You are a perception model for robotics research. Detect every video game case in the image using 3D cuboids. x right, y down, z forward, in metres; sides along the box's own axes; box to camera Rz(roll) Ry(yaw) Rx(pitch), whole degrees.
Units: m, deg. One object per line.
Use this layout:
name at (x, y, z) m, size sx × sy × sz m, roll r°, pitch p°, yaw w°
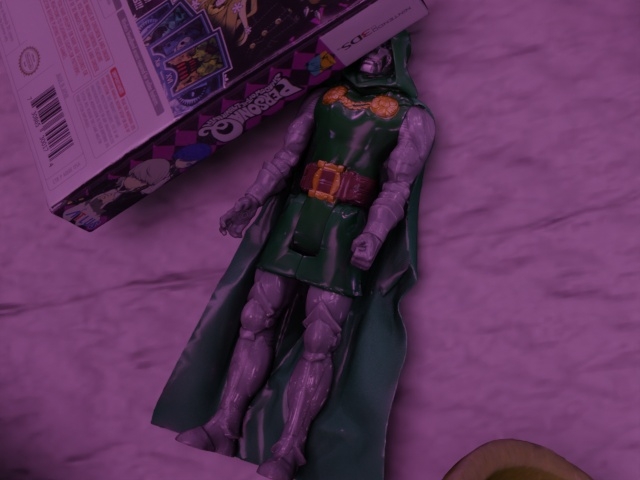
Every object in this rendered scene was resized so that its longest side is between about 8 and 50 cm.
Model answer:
video game case at (-0.082, -0.152, 0.615) m, size 0.210 × 0.042 × 0.232 m, roll -32°, pitch 60°, yaw 12°

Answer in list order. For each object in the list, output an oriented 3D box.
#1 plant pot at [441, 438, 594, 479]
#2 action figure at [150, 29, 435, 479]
plant pot at (0.033, 0.257, 0.431) m, size 0.254 × 0.276 × 0.276 m, roll -37°, pitch 71°, yaw 23°
action figure at (0.000, 0.000, 0.575) m, size 0.137 × 0.063 × 0.232 m, roll 15°, pitch 83°, yaw 24°
